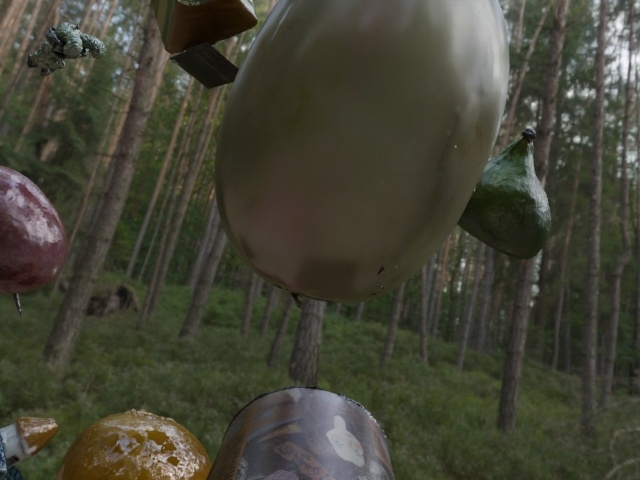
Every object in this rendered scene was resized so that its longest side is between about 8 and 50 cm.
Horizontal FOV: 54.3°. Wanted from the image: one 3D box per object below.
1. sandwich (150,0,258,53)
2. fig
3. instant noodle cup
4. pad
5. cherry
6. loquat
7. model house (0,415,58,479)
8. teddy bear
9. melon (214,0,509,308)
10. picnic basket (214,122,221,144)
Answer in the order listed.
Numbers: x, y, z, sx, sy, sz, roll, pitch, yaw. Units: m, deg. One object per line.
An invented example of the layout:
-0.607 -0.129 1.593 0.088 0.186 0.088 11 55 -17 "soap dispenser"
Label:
-0.278 -0.509 1.286 0.227 0.155 0.198 -18 -10 13 "sandwich"
0.374 -0.100 1.216 0.203 0.235 0.203 21 15 -6 "fig"
-0.019 0.251 0.530 0.218 0.217 0.207 16 18 -3 "instant noodle cup"
-0.247 -0.379 1.367 0.116 0.004 0.193 36 -18 -33 "pad"
-0.580 0.001 1.145 0.236 0.285 0.213 -11 8 19 "cherry"
-0.367 0.501 1.240 0.329 0.328 0.328 13 -18 4 "loquat"
-0.520 0.366 0.901 0.190 0.301 0.271 42 -30 41 "model house"
-0.675 -0.507 1.621 0.213 0.111 0.133 -7 3 27 "teddy bear"
0.032 -0.093 0.534 0.223 0.316 0.223 21 7 -3 "melon"
-0.086 -0.288 1.532 0.228 0.175 0.313 52 -44 12 "picnic basket"
